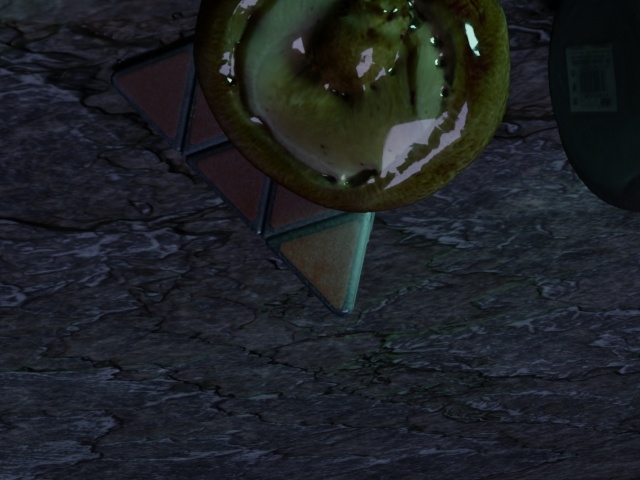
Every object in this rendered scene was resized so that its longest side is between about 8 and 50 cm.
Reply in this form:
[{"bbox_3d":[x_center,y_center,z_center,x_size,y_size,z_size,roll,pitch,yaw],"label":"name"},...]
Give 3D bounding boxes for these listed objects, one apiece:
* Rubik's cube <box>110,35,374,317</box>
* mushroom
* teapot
[{"bbox_3d":[-0.006,-0.110,1.436,0.228,0.229,0.233,-40,121,-16],"label":"Rubik's cube"},{"bbox_3d":[0.026,-0.141,1.256,0.253,0.253,0.153,-18,-166,25],"label":"mushroom"},{"bbox_3d":[0.356,-0.132,1.417,0.285,0.223,0.305,-8,157,-18],"label":"teapot"}]
